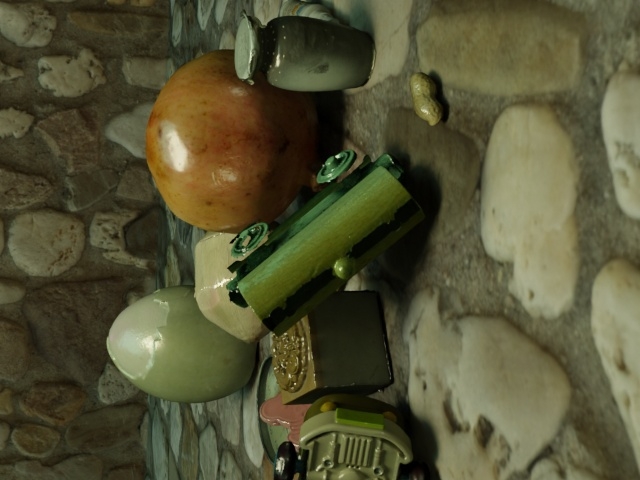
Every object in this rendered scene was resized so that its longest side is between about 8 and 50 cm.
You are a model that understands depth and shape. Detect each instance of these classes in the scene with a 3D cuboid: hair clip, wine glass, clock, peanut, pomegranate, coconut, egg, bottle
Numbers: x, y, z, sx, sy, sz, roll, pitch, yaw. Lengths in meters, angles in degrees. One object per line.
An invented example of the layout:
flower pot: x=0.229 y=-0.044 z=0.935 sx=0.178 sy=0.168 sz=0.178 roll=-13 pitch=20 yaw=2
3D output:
hair clip: x=-0.028 y=0.303 z=1.230 sx=0.102 sy=0.123 sz=0.138 roll=62 pitch=164 yaw=-5
wine glass: x=-0.027 y=-0.285 z=1.098 sx=0.111 sy=0.204 sz=0.111 roll=180 pitch=90 yaw=-67
clock: x=-0.076 y=0.335 z=1.426 sx=0.226 sy=0.048 sz=0.226 roll=-179 pitch=90 yaw=-69
peanut: x=0.135 y=-0.181 z=0.920 sx=0.037 sy=0.037 sz=0.083 roll=124 pitch=136 yaw=-54
pomegranate: x=-0.131 y=-0.167 z=1.249 sx=0.338 sy=0.337 sz=0.339 roll=180 pitch=90 yaw=-68
coconut: x=-0.139 y=0.080 z=1.374 sx=0.224 sy=0.224 sz=0.234 roll=148 pitch=117 yaw=-65
egg: x=-0.325 y=0.240 z=1.683 sx=0.278 sy=0.335 sz=0.279 roll=-174 pitch=90 yaw=-71
bottle: x=-0.016 y=-0.390 z=1.267 sx=0.217 sy=0.060 sz=0.060 roll=-132 pitch=47 yaw=-61

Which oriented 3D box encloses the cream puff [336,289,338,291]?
cream puff: x=0.014 y=0.055 z=1.197 sx=0.058 sy=0.083 sz=0.083 roll=29 pitch=110 yaw=20

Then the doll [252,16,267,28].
doll: x=-0.138 y=-0.336 z=1.524 sx=0.155 sy=0.113 sz=0.275 roll=59 pitch=136 yaw=38

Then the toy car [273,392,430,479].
toy car: x=0.038 y=0.326 z=1.005 sx=0.198 sy=0.204 sz=0.248 roll=-80 pitch=-2 yaw=-75

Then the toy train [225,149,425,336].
toy train: x=-0.004 y=-0.005 z=0.971 sx=0.126 sy=0.307 sz=0.189 roll=51 pitch=-178 yaw=-17

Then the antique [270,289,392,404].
antique: x=0.008 y=0.164 z=1.082 sx=0.152 sy=0.147 sz=0.147 roll=135 pitch=133 yaw=-58
